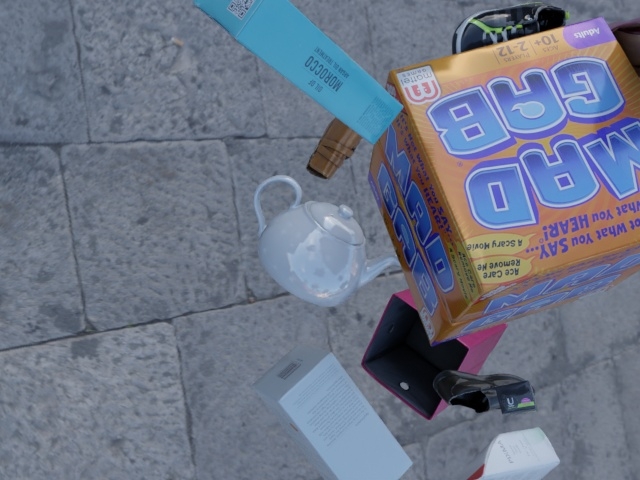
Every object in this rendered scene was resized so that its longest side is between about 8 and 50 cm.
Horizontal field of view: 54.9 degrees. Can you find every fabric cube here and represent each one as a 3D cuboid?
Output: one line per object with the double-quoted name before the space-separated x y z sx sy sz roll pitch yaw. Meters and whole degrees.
"fabric cube" 0.315 0.291 1.722 0.258 0.254 0.259 -13 131 -52

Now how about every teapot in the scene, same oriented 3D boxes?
"teapot" 0.000 0.000 1.307 0.256 0.253 0.187 13 120 -42

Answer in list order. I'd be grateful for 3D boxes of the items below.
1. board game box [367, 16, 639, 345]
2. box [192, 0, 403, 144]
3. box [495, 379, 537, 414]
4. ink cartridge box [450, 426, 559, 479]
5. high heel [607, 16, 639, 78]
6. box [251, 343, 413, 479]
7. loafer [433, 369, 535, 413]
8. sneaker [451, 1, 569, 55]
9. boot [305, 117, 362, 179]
"board game box" 0.315 -0.077 1.023 0.356 0.356 0.357 -16 70 -8
"box" -0.015 -0.198 0.672 0.060 0.100 0.244 -51 141 11
"box" 0.360 0.290 1.128 0.083 0.062 0.052 42 36 -62
"ink cartridge box" 0.156 0.306 0.742 0.224 0.181 0.056 7 39 -34
"high heel" 0.482 -0.277 0.958 0.127 0.181 0.377 60 30 -7
"box" 0.024 0.440 1.483 0.168 0.215 0.345 -39 102 -20
"loafer" 0.343 0.327 1.276 0.219 0.078 0.080 6 123 -8
"sneaker" 0.341 -0.375 1.092 0.234 0.097 0.084 -27 117 -18
"boot" 0.060 -0.251 1.460 0.109 0.283 0.220 38 83 -18
